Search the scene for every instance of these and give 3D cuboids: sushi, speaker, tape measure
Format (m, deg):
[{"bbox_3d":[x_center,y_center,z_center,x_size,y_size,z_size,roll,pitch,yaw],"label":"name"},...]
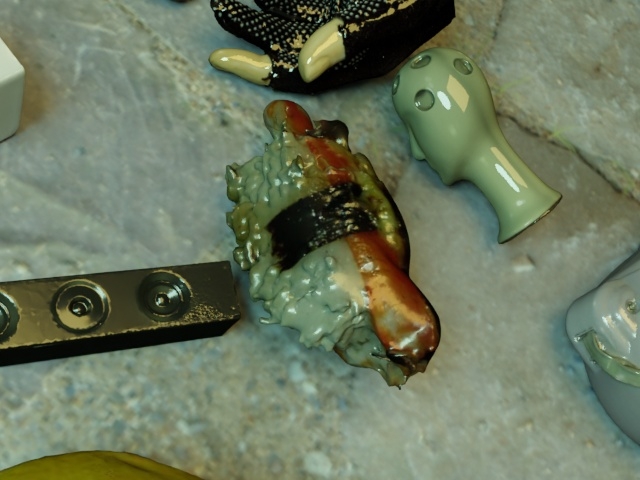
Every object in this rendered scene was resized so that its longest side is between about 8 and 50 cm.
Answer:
[{"bbox_3d":[-0.004,0.001,0.565,0.103,0.097,0.226,-1,53,-30],"label":"sushi"},{"bbox_3d":[-0.146,0.045,0.510,0.191,0.046,0.040,-5,71,-27],"label":"speaker"},{"bbox_3d":[0.294,0.075,0.654,0.196,0.105,0.178,-39,87,-33],"label":"tape measure"}]

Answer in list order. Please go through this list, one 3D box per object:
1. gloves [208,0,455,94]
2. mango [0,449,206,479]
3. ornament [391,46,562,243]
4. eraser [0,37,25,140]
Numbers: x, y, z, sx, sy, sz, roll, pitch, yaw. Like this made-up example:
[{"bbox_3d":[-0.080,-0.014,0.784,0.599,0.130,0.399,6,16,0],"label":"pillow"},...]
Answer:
[{"bbox_3d":[0.003,-0.163,0.654,0.181,0.106,0.129,-25,67,1],"label":"gloves"},{"bbox_3d":[-0.035,0.247,0.386,0.365,0.182,0.253,47,59,1],"label":"mango"},{"bbox_3d":[0.114,-0.076,0.665,0.156,0.081,0.075,53,18,3],"label":"ornament"},{"bbox_3d":[-0.309,-0.039,0.459,0.298,0.078,0.076,-36,85,-32],"label":"eraser"}]
